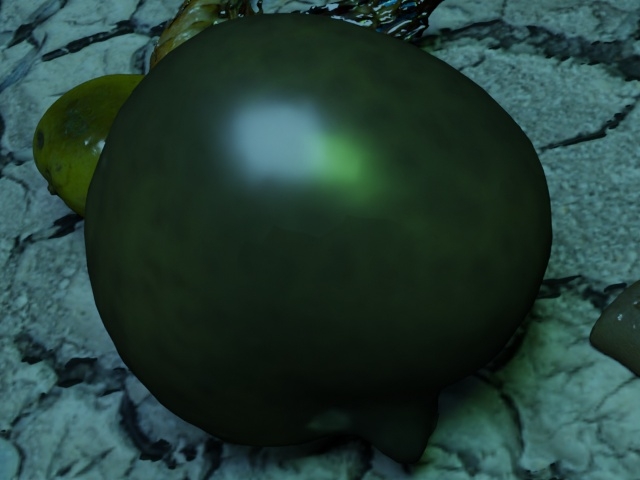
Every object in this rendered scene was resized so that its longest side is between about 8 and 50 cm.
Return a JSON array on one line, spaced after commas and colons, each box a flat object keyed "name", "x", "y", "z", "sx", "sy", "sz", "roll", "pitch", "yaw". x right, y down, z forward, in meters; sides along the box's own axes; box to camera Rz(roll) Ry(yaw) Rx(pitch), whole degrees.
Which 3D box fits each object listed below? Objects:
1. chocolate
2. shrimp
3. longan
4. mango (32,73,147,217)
[{"name": "chocolate", "x": 0.221, "y": 0.062, "z": 0.742, "sx": 0.064, "sy": 0.031, "sz": 0.100, "roll": -42, "pitch": 50, "yaw": -8}, {"name": "shrimp", "x": -0.023, "y": -0.208, "z": 1.049, "sx": 0.290, "sy": 0.054, "sz": 0.222, "roll": -13, "pitch": 48, "yaw": 23}, {"name": "longan", "x": 0.000, "y": 0.000, "z": 0.755, "sx": 0.300, "sy": 0.300, "sz": 0.243, "roll": -4, "pitch": 10, "yaw": 20}, {"name": "mango", "x": -0.141, "y": -0.080, "z": 0.966, "sx": 0.195, "sy": 0.098, "sz": 0.137, "roll": -10, "pitch": 50, "yaw": 12}]
